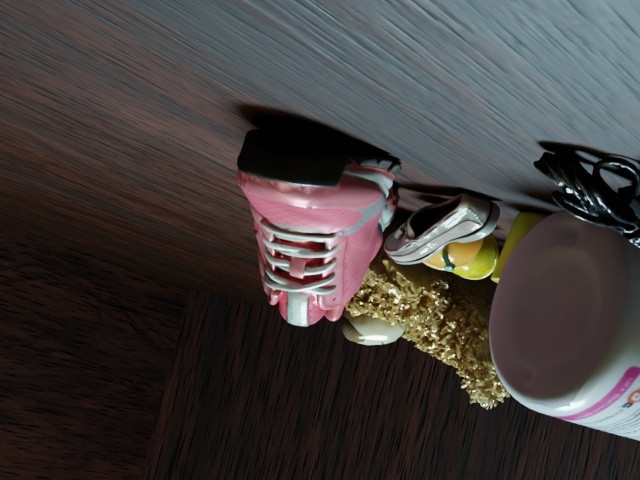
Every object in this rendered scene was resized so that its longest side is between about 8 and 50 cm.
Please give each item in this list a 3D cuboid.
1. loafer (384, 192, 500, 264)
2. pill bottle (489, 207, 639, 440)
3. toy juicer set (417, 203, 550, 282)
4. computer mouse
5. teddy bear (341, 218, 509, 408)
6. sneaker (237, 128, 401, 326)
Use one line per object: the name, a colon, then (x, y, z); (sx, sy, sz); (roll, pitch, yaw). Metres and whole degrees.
loafer: (0.092, -0.015, 1.617); (0.039, 0.045, 0.125); (33, 147, -29)
pill bottle: (0.284, 0.083, 1.542); (0.283, 0.160, 0.160); (18, 174, -34)
toy juicer set: (0.208, 0.045, 1.745); (0.209, 0.089, 0.329); (9, 174, 43)
computer mouse: (0.276, 0.008, 1.226); (0.188, 0.072, 0.272); (20, 173, -42)
teddy bear: (0.133, 0.080, 1.947); (0.338, 0.113, 0.245); (11, -143, -53)
sneaker: (0.001, 0.000, 1.556); (0.116, 0.136, 0.314); (12, 175, 11)
